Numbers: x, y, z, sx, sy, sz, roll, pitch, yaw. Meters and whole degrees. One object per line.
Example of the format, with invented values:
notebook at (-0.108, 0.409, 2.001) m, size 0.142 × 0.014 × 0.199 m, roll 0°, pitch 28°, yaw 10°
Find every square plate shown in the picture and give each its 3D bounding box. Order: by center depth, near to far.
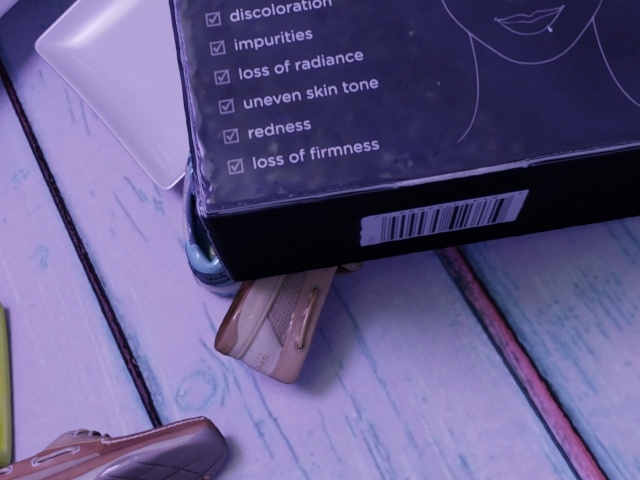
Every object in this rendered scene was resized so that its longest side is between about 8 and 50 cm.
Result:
square plate at (-0.163, -0.275, 1.691) m, size 0.347 × 0.049 × 0.344 m, roll -44°, pitch 59°, yaw 0°

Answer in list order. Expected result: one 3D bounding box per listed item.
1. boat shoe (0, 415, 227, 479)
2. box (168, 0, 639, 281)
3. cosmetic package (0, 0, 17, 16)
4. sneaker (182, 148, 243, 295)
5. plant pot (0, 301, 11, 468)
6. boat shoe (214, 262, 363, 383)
boat shoe at (-0.265, 0.264, 1.455) m, size 0.324 × 0.123 × 0.116 m, roll -22°, pitch 48°, yaw 1°
box at (0.092, -0.245, 1.318) m, size 0.480 × 0.297 × 0.471 m, roll -9°, pitch 76°, yaw 0°
cosmetic package at (-0.556, -0.323, 1.708) m, size 0.385 × 0.156 × 0.217 m, roll -46°, pitch 41°, yaw -17°
sneaker at (-0.108, -0.082, 1.512) m, size 0.110 × 0.122 × 0.283 m, roll -2°, pitch 79°, yaw 7°
plant pot at (-0.525, 0.173, 1.549) m, size 0.207 × 0.227 × 0.228 m, roll -21°, pitch 62°, yaw 21°
boat shoe at (0.000, 0.000, 1.477) m, size 0.110 × 0.121 × 0.341 m, roll 29°, pitch 75°, yaw -5°
